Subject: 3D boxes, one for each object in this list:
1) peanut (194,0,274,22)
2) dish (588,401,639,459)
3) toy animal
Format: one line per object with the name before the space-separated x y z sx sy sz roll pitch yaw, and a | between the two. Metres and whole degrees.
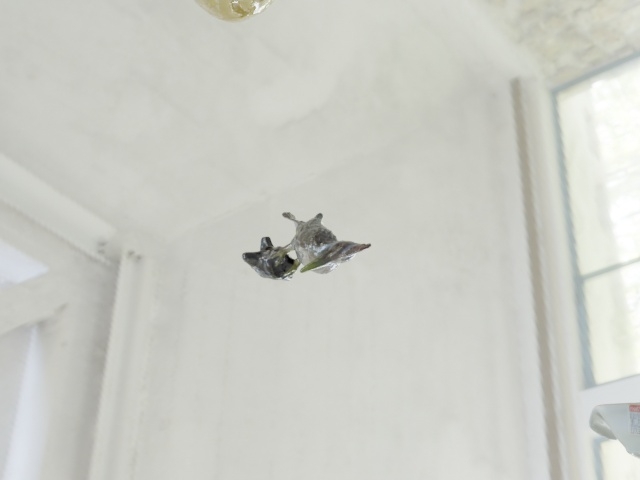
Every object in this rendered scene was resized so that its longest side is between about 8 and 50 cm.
peanut | -0.095 -0.353 0.981 0.147 0.147 0.319 -63 -23 -51
dish | 0.490 0.282 1.489 0.154 0.234 0.064 28 -114 -32
toy animal | -0.009 0.007 1.168 0.105 0.202 0.070 -49 -67 -20
